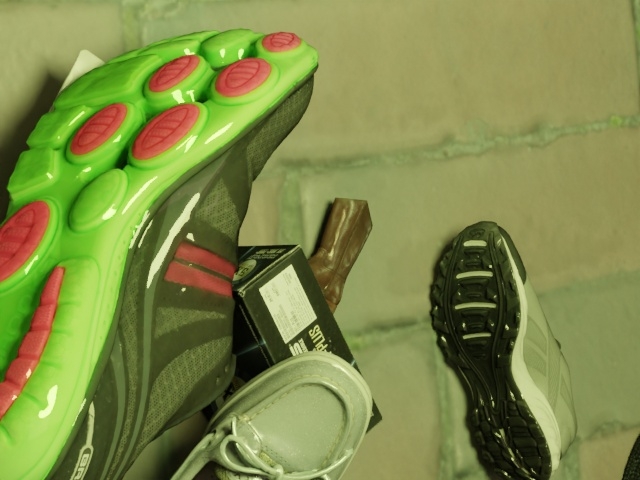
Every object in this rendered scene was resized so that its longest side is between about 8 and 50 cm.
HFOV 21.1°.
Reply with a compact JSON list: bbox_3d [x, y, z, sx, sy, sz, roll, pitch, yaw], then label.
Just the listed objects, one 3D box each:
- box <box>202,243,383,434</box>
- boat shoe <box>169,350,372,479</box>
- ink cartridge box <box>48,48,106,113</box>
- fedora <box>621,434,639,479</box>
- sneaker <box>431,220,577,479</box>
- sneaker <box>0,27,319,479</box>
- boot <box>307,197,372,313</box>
[{"bbox_3d":[-0.051,0.098,1.486,0.077,0.147,0.180,-38,113,-33],"label":"box"},{"bbox_3d":[-0.079,0.224,1.394,0.320,0.103,0.118,-44,101,11],"label":"boat shoe"},{"bbox_3d":[-0.167,-0.069,1.450,0.181,0.062,0.104,37,67,-32],"label":"ink cartridge box"},{"bbox_3d":[0.484,0.304,1.867,0.152,0.334,0.334,44,60,-63],"label":"fedora"},{"bbox_3d":[0.190,0.106,1.717,0.108,0.100,0.271,-34,114,-48],"label":"sneaker"},{"bbox_3d":[-0.145,0.022,1.335,0.482,0.185,0.202,-59,144,-28],"label":"sneaker"},{"bbox_3d":[0.000,0.000,1.595,0.106,0.037,0.114,40,69,-45],"label":"boot"}]
